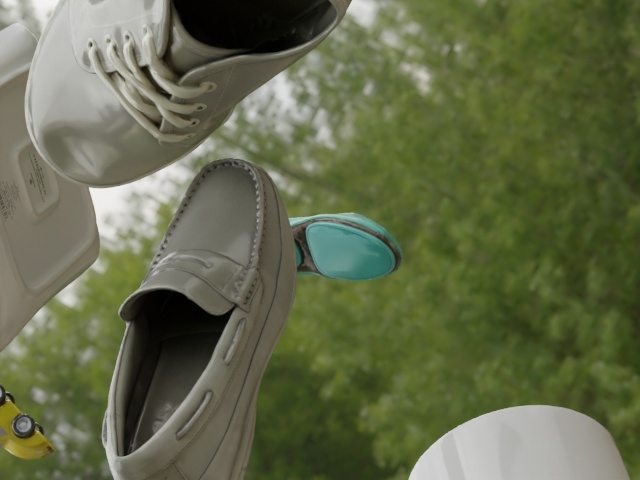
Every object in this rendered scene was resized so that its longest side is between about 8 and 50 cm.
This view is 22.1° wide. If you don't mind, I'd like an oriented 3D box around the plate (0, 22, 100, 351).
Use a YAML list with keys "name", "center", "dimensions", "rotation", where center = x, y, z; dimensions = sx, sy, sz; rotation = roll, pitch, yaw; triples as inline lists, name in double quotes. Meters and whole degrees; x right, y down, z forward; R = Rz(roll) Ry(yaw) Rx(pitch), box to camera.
- name: "plate"
  center: [-0.300, -0.060, 1.640]
  dimensions: [0.278, 0.045, 0.277]
  rotation: [-54, -47, -65]

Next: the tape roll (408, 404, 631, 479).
- name: "tape roll"
  center: [0.223, 0.318, 1.732]
  dimensions: [0.169, 0.246, 0.246]
  rotation: [-104, 29, -50]

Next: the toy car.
- name: "toy car"
  center: [-0.374, 0.111, 1.592]
  dimensions: [0.053, 0.239, 0.225]
  rotation: [-44, -42, -11]

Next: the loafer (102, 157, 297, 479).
- name: "loafer"
  center: [-0.090, 0.057, 1.208]
  dimensions: [0.111, 0.112, 0.319]
  rotation: [57, -150, -45]

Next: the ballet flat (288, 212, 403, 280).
- name: "ballet flat"
  center: [0.000, 0.000, 1.913]
  dimensions: [0.087, 0.247, 0.083]
  rotation: [-43, -58, -49]

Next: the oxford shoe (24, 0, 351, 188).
- name: "oxford shoe"
  center: [-0.111, -0.150, 1.242]
  dimensions: [0.449, 0.169, 0.130]
  rotation: [-32, 25, 46]
